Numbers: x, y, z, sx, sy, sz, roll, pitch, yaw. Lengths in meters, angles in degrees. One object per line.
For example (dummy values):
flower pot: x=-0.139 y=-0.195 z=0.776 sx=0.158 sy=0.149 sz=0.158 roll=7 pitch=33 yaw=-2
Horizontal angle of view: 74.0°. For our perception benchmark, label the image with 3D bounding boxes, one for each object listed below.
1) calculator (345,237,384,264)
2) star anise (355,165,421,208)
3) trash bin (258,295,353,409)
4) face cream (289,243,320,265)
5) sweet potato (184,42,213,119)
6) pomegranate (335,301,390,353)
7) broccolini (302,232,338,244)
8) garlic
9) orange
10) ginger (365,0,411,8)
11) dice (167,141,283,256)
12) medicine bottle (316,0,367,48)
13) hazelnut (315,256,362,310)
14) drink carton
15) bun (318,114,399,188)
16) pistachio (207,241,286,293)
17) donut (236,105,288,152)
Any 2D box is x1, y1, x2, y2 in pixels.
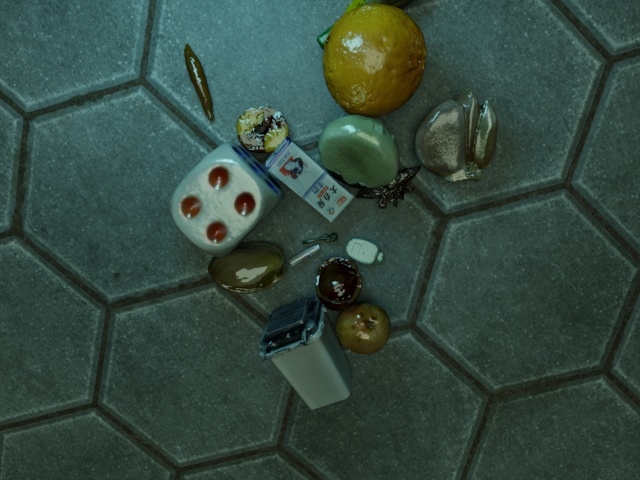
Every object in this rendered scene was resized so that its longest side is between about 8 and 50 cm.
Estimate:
calculator: x=0.171 y=0.043 z=1.625 sx=0.153 sy=0.021 sz=0.095 roll=21 pitch=102 yaw=1
star anise: x=0.243 y=-0.221 z=1.532 sx=0.214 sy=0.099 sz=0.220 roll=22 pitch=101 yaw=-5
trash bin: x=-0.041 y=0.435 z=1.577 sx=0.255 sy=0.296 sz=0.368 roll=-24 pitch=108 yaw=13
face cream: x=-0.058 y=0.053 z=1.627 sx=0.130 sy=0.034 sz=0.034 roll=-31 pitch=99 yaw=7
sweet potato: x=-0.428 y=-0.561 z=1.502 sx=0.057 sy=0.057 sz=0.265 roll=-16 pitch=99 yaw=5
pomegranate: x=0.162 y=0.325 z=1.595 sx=0.207 sy=0.207 sz=0.207 roll=0 pitch=101 yaw=1
broccolini: x=0.000 y=0.000 z=1.619 sx=0.139 sy=0.030 sz=0.035 roll=-13 pitch=106 yaw=7
garlic: x=0.467 y=-0.352 z=1.483 sx=0.279 sy=0.132 sz=0.325 roll=-9 pitch=103 yaw=3
orange: x=0.178 y=-0.560 z=1.341 sx=0.293 sy=0.340 sz=0.341 roll=13 pitch=103 yaw=31
ginger: x=0.250 y=-0.811 z=1.364 sx=0.263 sy=0.109 sz=0.116 roll=-32 pitch=97 yaw=-22
dice: x=-0.318 y=-0.142 z=1.456 sx=0.304 sy=0.304 sz=0.277 roll=-42 pitch=97 yaw=9
medicine bottle: x=0.104 y=-0.748 z=1.446 sx=0.260 sy=0.064 sz=0.095 roll=-34 pitch=113 yaw=7
hazelnut: x=0.061 y=0.160 z=1.572 sx=0.170 sy=0.160 sz=0.202 roll=-7 pitch=73 yaw=-17
drink carton: x=-0.038 y=-0.214 z=1.506 sx=0.315 sy=0.106 sz=0.130 roll=38 pitch=102 yaw=-21
bun: x=0.135 y=-0.309 z=1.408 sx=0.283 sy=0.283 sz=0.179 roll=28 pitch=58 yaw=-4
pistachio: x=-0.273 y=0.099 z=1.588 sx=0.288 sy=0.197 sz=0.166 roll=-8 pitch=145 yaw=-8
donut: x=-0.204 y=-0.394 z=1.521 sx=0.184 sy=0.073 sz=0.166 roll=-13 pitch=102 yaw=3
